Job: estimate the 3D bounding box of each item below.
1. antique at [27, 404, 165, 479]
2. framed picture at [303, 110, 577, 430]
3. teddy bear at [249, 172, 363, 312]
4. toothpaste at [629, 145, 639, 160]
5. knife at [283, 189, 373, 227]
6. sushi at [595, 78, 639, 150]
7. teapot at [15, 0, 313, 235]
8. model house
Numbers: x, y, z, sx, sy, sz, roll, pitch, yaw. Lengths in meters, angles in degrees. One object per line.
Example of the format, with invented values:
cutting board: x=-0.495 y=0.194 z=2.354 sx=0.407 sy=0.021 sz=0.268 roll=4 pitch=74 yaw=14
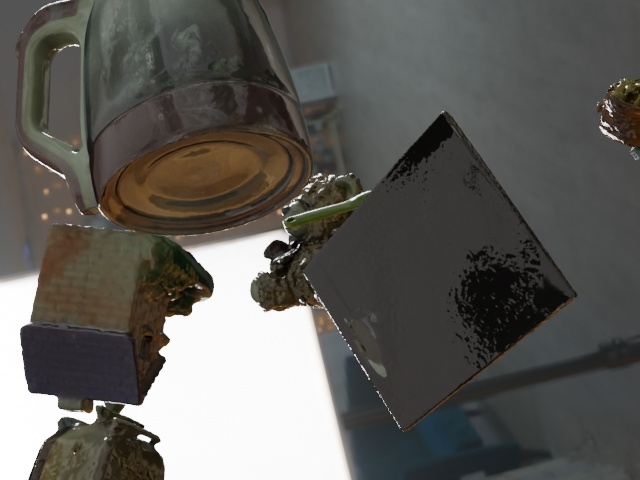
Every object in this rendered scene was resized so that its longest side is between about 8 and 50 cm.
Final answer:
antique: x=-0.237 y=0.312 z=1.101 sx=0.150 sy=0.125 sz=0.284 roll=39 pitch=-134 yaw=-42
framed picture: x=0.118 y=0.046 z=1.249 sx=0.244 sy=0.013 sz=0.324 roll=58 pitch=136 yaw=17
teddy bear: x=0.000 y=0.000 z=1.966 sx=0.267 sy=0.156 sz=0.256 roll=-12 pitch=72 yaw=49
toothpaste: x=0.549 y=-0.148 z=1.856 sx=0.017 sy=0.083 sz=0.020 roll=-47 pitch=67 yaw=31
knife: x=0.031 y=-0.052 z=1.705 sx=0.022 sy=0.184 sz=0.026 roll=-110 pitch=4 yaw=-51
sushi: x=0.644 y=-0.232 z=2.054 sx=0.179 sy=0.296 sz=0.167 roll=-62 pitch=18 yaw=14
teapot: x=-0.190 y=-0.177 z=1.211 sx=0.233 sy=0.315 sz=0.312 roll=60 pitch=-166 yaw=-65
model house: x=-0.335 y=0.154 z=1.802 sx=0.312 sy=0.245 sz=0.280 roll=60 pitch=-143 yaw=-70
